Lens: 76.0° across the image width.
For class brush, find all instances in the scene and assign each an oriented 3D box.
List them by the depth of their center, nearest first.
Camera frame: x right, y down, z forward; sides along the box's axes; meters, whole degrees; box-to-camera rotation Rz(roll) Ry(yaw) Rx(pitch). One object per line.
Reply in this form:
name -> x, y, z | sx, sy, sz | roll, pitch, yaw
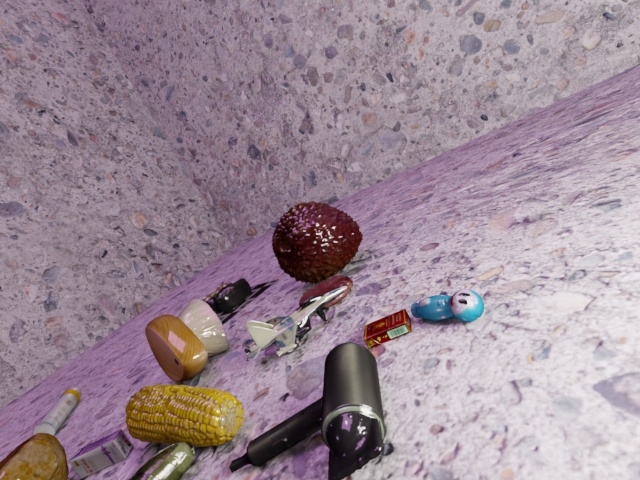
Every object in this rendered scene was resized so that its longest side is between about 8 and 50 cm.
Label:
brush -> -0.326, 0.260, 1.057 | 0.166, 0.174, 0.267 | -25, 14, -34

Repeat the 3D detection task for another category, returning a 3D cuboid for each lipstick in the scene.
lipstick -> -0.839, 0.551, 1.320 | 0.059, 0.059, 0.264 | -32, 10, -11

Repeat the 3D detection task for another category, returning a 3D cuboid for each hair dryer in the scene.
hair dryer -> -0.027, 0.258, 0.528 | 0.248, 0.078, 0.195 | -37, 9, 12

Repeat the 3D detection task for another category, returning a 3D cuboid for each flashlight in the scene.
flashlight -> 0.199, 0.109, 0.655 | 0.051, 0.051, 0.129 | -37, 6, -35

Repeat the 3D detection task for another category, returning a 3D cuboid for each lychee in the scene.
lychee -> 0.000, 0.000, 1.220 | 0.271, 0.271, 0.271 | -29, 10, 6

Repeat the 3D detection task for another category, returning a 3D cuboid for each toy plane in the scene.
toy plane -> -0.048, 0.181, 0.897 | 0.262, 0.088, 0.192 | -22, 14, -12

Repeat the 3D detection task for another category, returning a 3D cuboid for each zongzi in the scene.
zongzi -> -0.260, 0.368, 0.648 | 0.119, 0.055, 0.109 | -35, 1, 45

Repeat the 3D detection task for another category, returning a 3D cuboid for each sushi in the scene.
sushi -> -0.387, 0.213, 1.583 | 0.373, 0.100, 0.296 | -19, 15, 46

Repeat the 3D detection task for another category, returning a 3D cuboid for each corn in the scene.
corn -> -0.254, 0.314, 0.735 | 0.305, 0.106, 0.106 | -17, 16, 40

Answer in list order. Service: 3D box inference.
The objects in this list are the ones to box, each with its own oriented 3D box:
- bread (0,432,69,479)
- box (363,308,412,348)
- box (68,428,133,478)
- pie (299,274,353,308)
bread -> -0.575, 0.476, 0.759 | 0.230, 0.123, 0.230 | -41, 9, 8
box -> 0.116, 0.153, 0.714 | 0.082, 0.023, 0.051 | -27, 10, 15
box -> -0.445, 0.433, 0.832 | 0.117, 0.050, 0.036 | -26, 8, 10
pie -> 0.013, 0.136, 1.041 | 0.154, 0.036, 0.154 | -29, 10, 6
